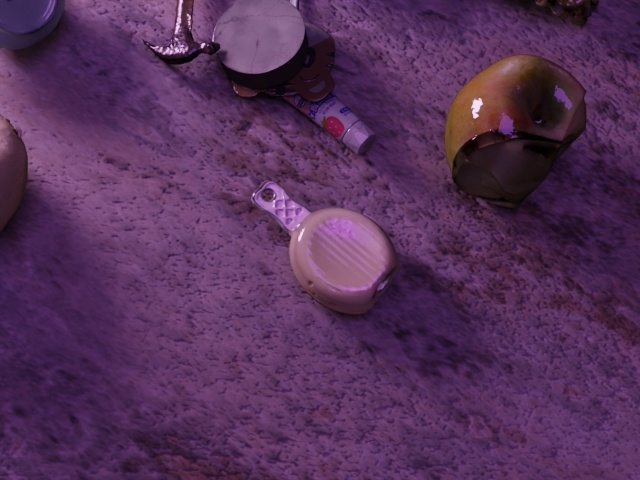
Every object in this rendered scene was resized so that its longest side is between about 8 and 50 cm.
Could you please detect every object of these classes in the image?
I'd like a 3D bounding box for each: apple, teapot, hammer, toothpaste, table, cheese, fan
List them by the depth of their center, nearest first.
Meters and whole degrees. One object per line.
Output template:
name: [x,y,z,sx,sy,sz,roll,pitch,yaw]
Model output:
cheese: [0.000,0.000,1.548,0.227,0.064,0.137,40,70,7]
apple: [0.261,-0.150,1.554,0.207,0.188,0.174,-31,81,-21]
teapot: [-0.451,-0.355,1.598,0.232,0.159,0.159,-38,78,-28]
toothpaste: [-0.003,-0.199,1.627,0.194,0.043,0.067,42,76,15]
table: [-0.085,-0.285,1.627,0.133,0.043,0.134,-4,65,8]
fan: [-0.044,-0.301,1.657,0.152,0.008,0.227,3,66,10]
hammer: [-0.194,-0.390,1.666,0.125,0.027,0.297,-4,67,17]

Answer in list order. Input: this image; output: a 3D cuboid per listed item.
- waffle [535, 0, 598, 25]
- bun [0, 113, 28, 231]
waffle: [0.353,-0.435,1.688,0.223,0.054,0.204,28,72,-26]
bun: [-0.517,-0.087,1.490,0.259,0.160,0.259,7,57,-11]
